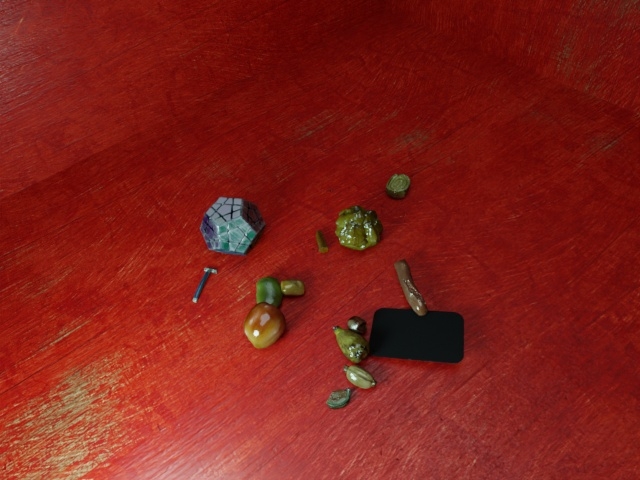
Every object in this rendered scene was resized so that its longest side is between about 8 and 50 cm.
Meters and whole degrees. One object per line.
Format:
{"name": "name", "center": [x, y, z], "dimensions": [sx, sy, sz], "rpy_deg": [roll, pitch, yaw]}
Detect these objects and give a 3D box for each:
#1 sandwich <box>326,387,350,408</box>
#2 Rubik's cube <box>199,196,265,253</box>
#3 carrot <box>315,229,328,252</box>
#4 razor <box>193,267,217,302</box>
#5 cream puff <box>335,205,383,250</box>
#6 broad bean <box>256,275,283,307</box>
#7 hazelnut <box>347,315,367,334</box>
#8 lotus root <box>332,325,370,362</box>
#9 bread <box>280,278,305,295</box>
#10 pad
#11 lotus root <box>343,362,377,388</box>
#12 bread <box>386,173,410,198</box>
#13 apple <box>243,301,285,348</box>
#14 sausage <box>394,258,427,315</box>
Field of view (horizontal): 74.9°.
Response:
{"name": "sandwich", "center": [0.071, 0.612, 1.617], "dimensions": [0.101, 0.026, 0.069], "rpy_deg": [-12, 52, 1]}
{"name": "Rubik's cube", "center": [-0.436, -0.068, 2.084], "dimensions": [0.320, 0.319, 0.263], "rpy_deg": [5, 81, 14]}
{"name": "carrot", "center": [0.000, 0.000, 2.098], "dimensions": [0.048, 0.048, 0.139], "rpy_deg": [-16, 49, -3]}
{"name": "razor", "center": [-0.575, 0.213, 2.034], "dimensions": [0.068, 0.037, 0.191], "rpy_deg": [10, 55, 16]}
{"name": "cream puff", "center": [0.190, -0.066, 2.044], "dimensions": [0.245, 0.196, 0.243], "rpy_deg": [0, 80, -1]}
{"name": "broad bean", "center": [-0.238, 0.245, 1.931], "dimensions": [0.125, 0.082, 0.174], "rpy_deg": [-17, 62, -3]}
{"name": "hazelnut", "center": [0.157, 0.359, 1.772], "dimensions": [0.087, 0.086, 0.086], "rpy_deg": [-5, 52, 6]}
{"name": "lotus root", "center": [0.123, 0.418, 1.716], "dimensions": [0.108, 0.094, 0.191], "rpy_deg": [-51, 46, 1]}
{"name": "bread", "center": [-0.124, 0.212, 1.922], "dimensions": [0.115, 0.056, 0.082], "rpy_deg": [9, 48, -20]}
{"name": "pad", "center": [0.405, 0.378, 1.751], "dimensions": [0.376, 0.063, 0.314], "rpy_deg": [1, 46, 19]}
{"name": "lotus root", "center": [0.151, 0.534, 1.641], "dimensions": [0.151, 0.062, 0.073], "rpy_deg": [23, 52, 25]}
{"name": "bread", "center": [0.418, -0.293, 2.241], "dimensions": [0.118, 0.064, 0.156], "rpy_deg": [22, 58, 20]}
{"name": "apple", "center": [-0.241, 0.363, 1.780], "dimensions": [0.200, 0.199, 0.199], "rpy_deg": [-5, 52, 6]}
{"name": "sausage", "center": [0.392, 0.202, 1.837], "dimensions": [0.078, 0.078, 0.304], "rpy_deg": [-13, 43, 0]}
